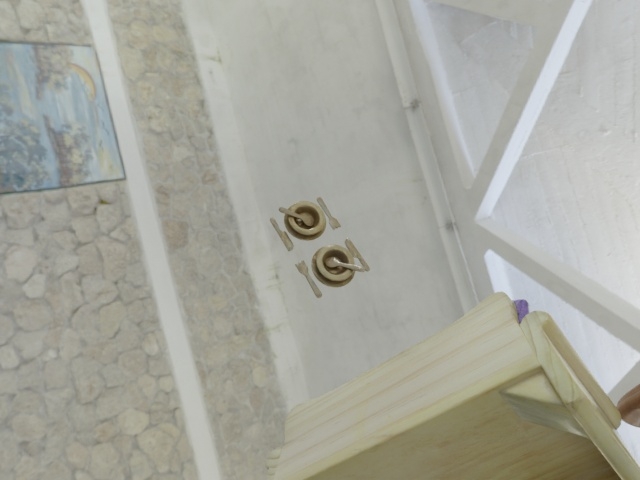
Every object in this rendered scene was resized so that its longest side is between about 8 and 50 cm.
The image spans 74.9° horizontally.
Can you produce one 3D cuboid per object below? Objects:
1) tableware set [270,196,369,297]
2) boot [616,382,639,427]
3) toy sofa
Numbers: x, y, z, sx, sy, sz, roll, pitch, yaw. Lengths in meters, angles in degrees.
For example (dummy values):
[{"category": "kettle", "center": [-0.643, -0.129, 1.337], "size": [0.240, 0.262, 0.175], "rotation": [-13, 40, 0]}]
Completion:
[{"category": "tableware set", "center": [0.000, 0.000, 0.803], "size": [0.194, 0.128, 0.039], "rotation": [57, -25, 15]}, {"category": "boot", "center": [0.416, 0.136, 0.310], "size": [0.264, 0.096, 0.280], "rotation": [12, -41, 24]}, {"category": "toy sofa", "center": [0.114, 0.225, 0.442], "size": [0.362, 0.177, 0.150], "rotation": [-36, -78, 19]}]
